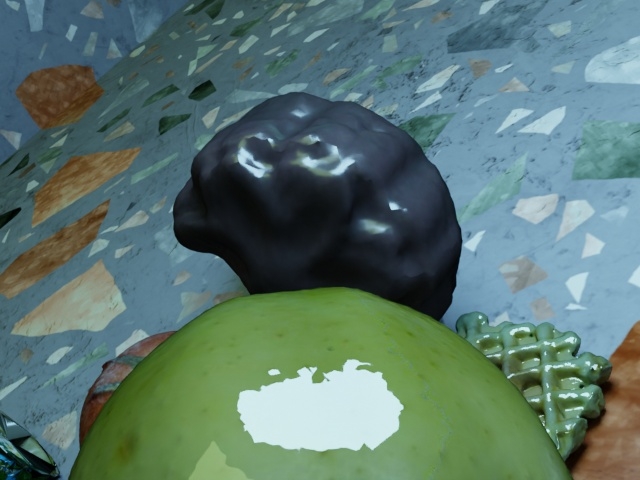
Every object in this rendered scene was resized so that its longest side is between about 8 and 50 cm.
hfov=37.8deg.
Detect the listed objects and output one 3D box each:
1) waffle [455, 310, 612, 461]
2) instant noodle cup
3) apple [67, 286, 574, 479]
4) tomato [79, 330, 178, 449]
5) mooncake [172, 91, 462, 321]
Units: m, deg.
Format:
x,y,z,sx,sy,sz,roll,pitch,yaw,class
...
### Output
x,y,z,sx,sy,sz,roll,pitch,yaw,class
0.175,0.205,1.098,0.309,0.056,0.292,-46,32,-22,waffle
-0.547,0.354,1.431,0.178,0.240,0.240,-48,32,-10,instant noodle cup
0.001,0.260,0.797,0.474,0.473,0.473,-24,31,16,apple
-0.169,0.247,1.187,0.265,0.265,0.264,-24,31,16,tomato
0.000,0.000,1.200,0.351,0.381,0.212,-37,6,39,mooncake
